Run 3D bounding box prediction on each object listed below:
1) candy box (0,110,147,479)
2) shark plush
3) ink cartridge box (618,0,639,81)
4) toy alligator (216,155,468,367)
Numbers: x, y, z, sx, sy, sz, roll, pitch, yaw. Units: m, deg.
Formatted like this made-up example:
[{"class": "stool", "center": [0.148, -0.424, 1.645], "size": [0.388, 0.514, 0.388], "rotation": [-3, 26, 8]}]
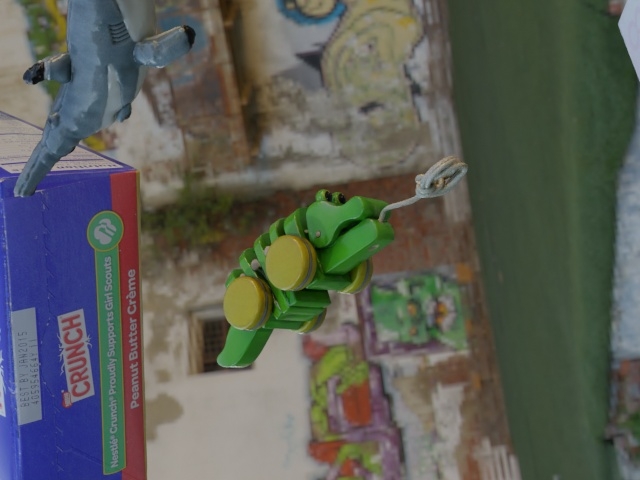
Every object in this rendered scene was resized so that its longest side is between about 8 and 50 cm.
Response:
[{"class": "candy box", "center": [-0.271, 0.039, 0.941], "size": [0.317, 0.122, 0.268], "rotation": [24, 117, 50]}, {"class": "shark plush", "center": [-0.146, -0.101, 0.660], "size": [0.067, 0.161, 0.073], "rotation": [7, -136, -48]}, {"class": "ink cartridge box", "center": [0.392, -0.231, 1.192], "size": [0.232, 0.066, 0.189], "rotation": [81, 179, -63]}, {"class": "toy alligator", "center": [0.000, 0.000, 0.593], "size": [0.056, 0.189, 0.051], "rotation": [7, -131, -48]}]
